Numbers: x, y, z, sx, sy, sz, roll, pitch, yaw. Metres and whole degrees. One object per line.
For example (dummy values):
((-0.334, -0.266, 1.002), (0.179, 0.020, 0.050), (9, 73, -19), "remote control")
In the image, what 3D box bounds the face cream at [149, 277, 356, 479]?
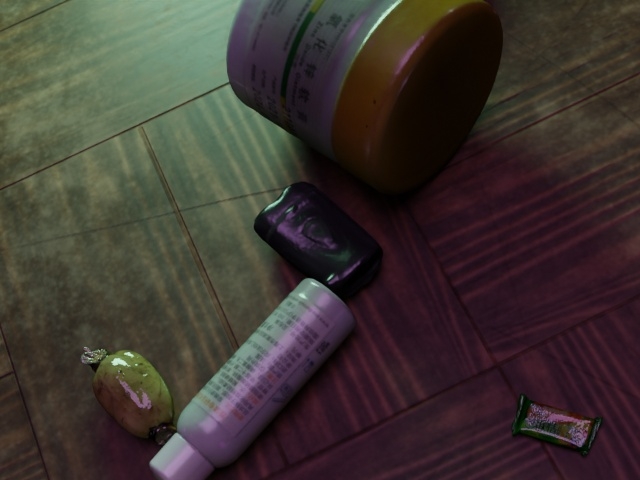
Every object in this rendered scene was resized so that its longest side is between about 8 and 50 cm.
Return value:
((-0.076, 0.161, 1.228), (0.082, 0.082, 0.269), (37, 76, 25), "face cream")

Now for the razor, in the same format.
((0.000, 0.000, 1.311), (0.090, 0.054, 0.148), (-44, 64, -12), "razor")

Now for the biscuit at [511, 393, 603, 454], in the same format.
((0.243, 0.192, 1.184), (0.089, 0.016, 0.046), (16, 67, 18), "biscuit")

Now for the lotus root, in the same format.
((-0.211, 0.164, 1.265), (0.152, 0.063, 0.072), (39, 86, 22), "lotus root")

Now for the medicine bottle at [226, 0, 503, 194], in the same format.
((0.049, -0.206, 1.305), (0.232, 0.238, 0.238), (33, 73, 25), "medicine bottle")
